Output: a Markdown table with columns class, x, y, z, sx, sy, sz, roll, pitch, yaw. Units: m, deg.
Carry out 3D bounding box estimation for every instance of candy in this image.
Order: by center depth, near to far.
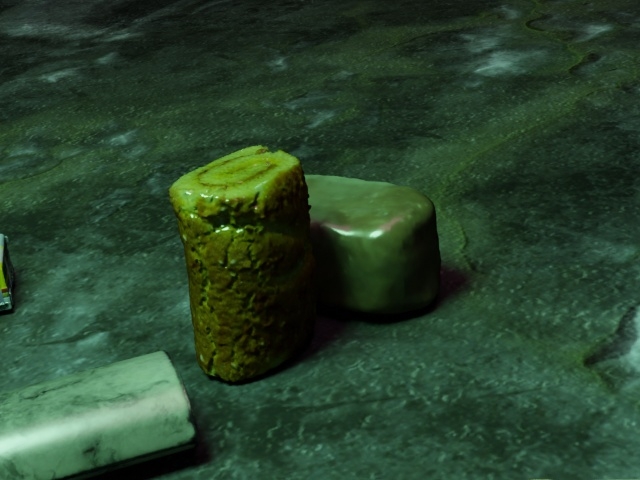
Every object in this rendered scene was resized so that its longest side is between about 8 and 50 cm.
| class | x | y | z | sx | sy | sz | roll | pitch | yaw |
| --- | --- | --- | --- | --- | --- | --- | --- | --- | --- |
| candy | 0.000 | 0.000 | 1.084 | 0.234 | 0.104 | 0.102 | 11 | 28 | 36 |

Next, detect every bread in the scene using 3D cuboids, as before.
| class | x | y | z | sx | sy | sz | roll | pitch | yaw |
| --- | --- | --- | --- | --- | --- | --- | --- | --- | --- |
| bread | -0.060 | 0.018 | 0.975 | 0.103 | 0.172 | 0.132 | 13 | 29 | 33 |

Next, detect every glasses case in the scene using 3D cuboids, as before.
| class | x | y | z | sx | sy | sz | roll | pitch | yaw |
| --- | --- | --- | --- | --- | --- | --- | --- | --- | --- |
| glasses case | -0.246 | 0.156 | 0.846 | 0.299 | 0.060 | 0.114 | -14 | 25 | -16 |

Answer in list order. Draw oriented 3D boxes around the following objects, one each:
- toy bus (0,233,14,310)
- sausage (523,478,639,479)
| class | x | y | z | sx | sy | sz | roll | pitch | yaw |
| --- | --- | --- | --- | --- | --- | --- | --- | --- | --- |
| toy bus | -0.341 | 0.032 | 1.162 | 0.052 | 0.058 | 0.102 | -10 | 24 | -9 |
| sausage | 0.194 | 0.198 | 0.422 | 0.287 | 0.233 | 0.233 | -4 | 23 | 6 |
